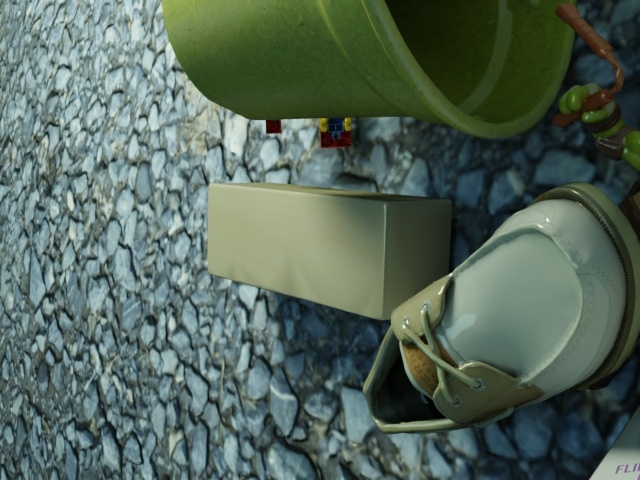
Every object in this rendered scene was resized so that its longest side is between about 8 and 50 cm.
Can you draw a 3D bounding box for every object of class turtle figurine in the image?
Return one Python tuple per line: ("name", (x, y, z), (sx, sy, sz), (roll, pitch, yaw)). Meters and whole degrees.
("turtle figurine", (0.214, -0.012, 0.515), (0.269, 0.087, 0.217), (51, 135, 20))

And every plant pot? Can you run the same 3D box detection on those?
("plant pot", (0.019, -0.202, 0.598), (0.254, 0.276, 0.276), (-2, 85, 44))

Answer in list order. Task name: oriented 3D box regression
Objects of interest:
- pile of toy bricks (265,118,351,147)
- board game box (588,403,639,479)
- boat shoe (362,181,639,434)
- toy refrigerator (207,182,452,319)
("pile of toy bricks", (-0.016, -0.204, 0.802), (0.105, 0.118, 0.212), (-105, 13, -82))
("board game box", (0.218, 0.146, 0.330), (0.242, 0.316, 0.064), (-22, 94, 46))
("boat shoe", (0.107, 0.074, 0.519), (0.113, 0.103, 0.302), (62, 159, 24))
("toy refrigerator", (0.000, 0.000, 0.758), (0.269, 0.094, 0.102), (9, 100, 49))
